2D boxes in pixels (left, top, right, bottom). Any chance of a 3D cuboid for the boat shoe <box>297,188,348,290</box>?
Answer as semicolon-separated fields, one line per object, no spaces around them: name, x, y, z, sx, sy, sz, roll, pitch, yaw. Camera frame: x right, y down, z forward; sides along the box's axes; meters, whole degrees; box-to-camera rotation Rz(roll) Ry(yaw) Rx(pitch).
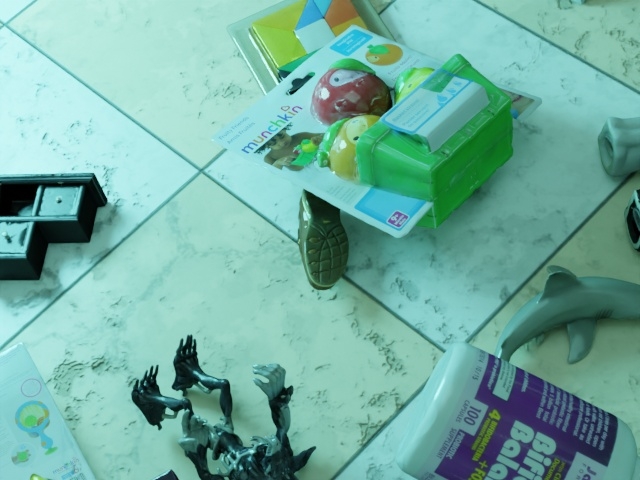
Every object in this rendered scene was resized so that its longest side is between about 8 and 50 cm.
boat shoe;0.000;0.000;1.909;0.064;0.060;0.178;7;51;-15

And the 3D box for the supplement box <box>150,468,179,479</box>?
supplement box;-0.236;0.379;1.682;0.188;0.081;0.104;-28;55;-8

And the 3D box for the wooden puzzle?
wooden puzzle;-0.009;-0.309;2.128;0.221;0.044;0.238;-26;55;-6

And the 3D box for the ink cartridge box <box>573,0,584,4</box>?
ink cartridge box;0.359;-0.475;2.114;0.176;0.127;0.128;30;67;27

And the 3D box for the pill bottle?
pill bottle;0.253;0.252;1.578;0.301;0.169;0.169;26;63;1

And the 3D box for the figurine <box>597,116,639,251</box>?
figurine;0.505;-0.095;1.862;0.209;0.092;0.215;-8;54;-4

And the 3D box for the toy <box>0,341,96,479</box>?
toy;-0.400;0.266;1.809;0.137;0.056;0.237;-28;60;-13

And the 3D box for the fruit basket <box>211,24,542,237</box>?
fruit basket;0.077;-0.176;1.923;0.353;0.165;0.327;32;57;28

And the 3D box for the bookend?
bookend;-0.406;-0.014;1.991;0.156;0.072;0.157;0;57;11

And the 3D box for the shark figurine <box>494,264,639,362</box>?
shark figurine;0.287;0.096;1.752;0.278;0.116;0.166;-33;55;-14

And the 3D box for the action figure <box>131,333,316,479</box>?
action figure;-0.114;0.233;1.720;0.276;0.141;0.164;34;50;31
